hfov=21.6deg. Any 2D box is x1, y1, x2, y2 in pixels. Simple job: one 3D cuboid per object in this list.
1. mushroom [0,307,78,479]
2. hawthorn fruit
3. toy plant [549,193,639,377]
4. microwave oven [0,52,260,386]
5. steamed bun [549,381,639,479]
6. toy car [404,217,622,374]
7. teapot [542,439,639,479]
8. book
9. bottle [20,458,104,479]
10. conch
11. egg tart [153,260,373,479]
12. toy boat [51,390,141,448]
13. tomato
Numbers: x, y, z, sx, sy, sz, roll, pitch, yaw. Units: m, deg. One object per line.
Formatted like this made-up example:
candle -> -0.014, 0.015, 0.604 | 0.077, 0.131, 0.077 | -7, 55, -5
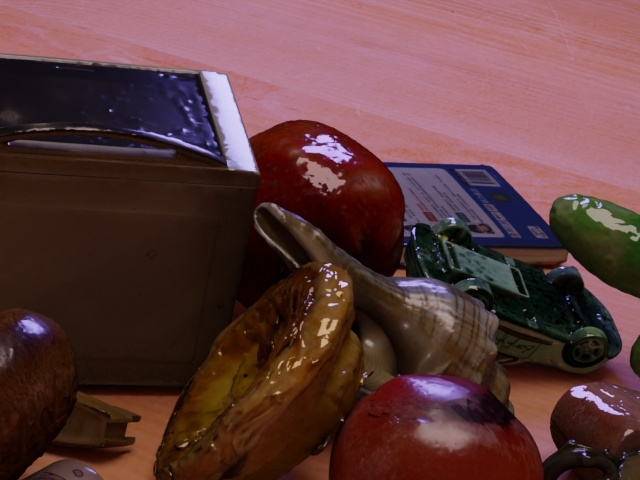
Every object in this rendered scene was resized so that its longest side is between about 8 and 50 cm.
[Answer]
mushroom -> -0.329, 0.162, 1.535 | 0.153, 0.253, 0.253 | 50, 30, -2
hawthorn fruit -> 0.000, 0.000, 2.005 | 0.254, 0.254, 0.300 | -13, 38, -40
toy plant -> 0.484, 0.059, 2.049 | 0.356, 0.210, 0.317 | -2, 31, -38
microwave oven -> -0.297, -0.029, 1.838 | 0.394, 0.333, 0.247 | 3, 30, -17
steamed bun -> 0.334, 0.221, 1.815 | 0.175, 0.106, 0.145 | 10, 15, -35
toy car -> 0.221, 0.086, 2.031 | 0.306, 0.125, 0.136 | 22, 32, -27
teapot -> 0.345, 0.251, 1.637 | 0.269, 0.182, 0.173 | 17, 23, 4
book -> 0.101, -0.043, 2.371 | 0.428, 0.039, 0.300 | 1, 26, -19
bottle -> -0.272, 0.278, 1.469 | 0.110, 0.097, 0.209 | 35, 33, 20
conch -> 0.066, 0.115, 1.833 | 0.386, 0.169, 0.203 | 29, 50, -4
egg tart -> -0.050, 0.155, 1.651 | 0.115, 0.290, 0.290 | 39, 22, -11
toy boat -> -0.289, 0.173, 1.735 | 0.206, 0.064, 0.072 | 15, 7, 6
tomato -> 0.112, 0.224, 1.617 | 0.208, 0.184, 0.208 | 7, 25, -3
